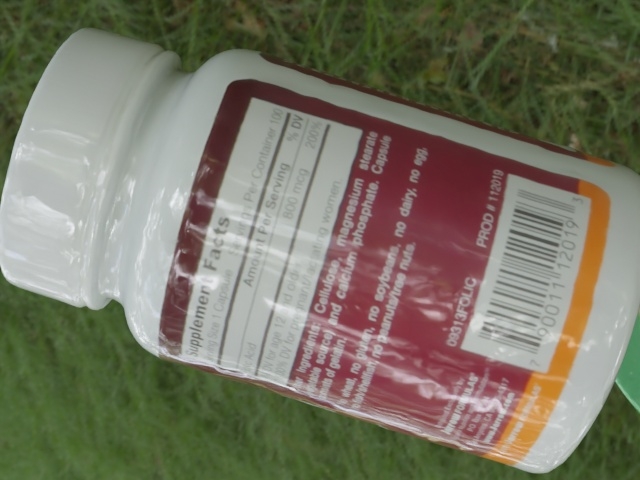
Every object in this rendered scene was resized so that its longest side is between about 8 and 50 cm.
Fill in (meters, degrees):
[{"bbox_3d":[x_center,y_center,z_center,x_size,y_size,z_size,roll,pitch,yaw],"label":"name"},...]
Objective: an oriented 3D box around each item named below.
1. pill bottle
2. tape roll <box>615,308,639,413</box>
[{"bbox_3d":[0.000,0.000,0.737,0.392,0.224,0.224,18,154,1],"label":"pill bottle"},{"bbox_3d":[0.399,0.048,0.907,0.321,0.321,0.077,1,154,34],"label":"tape roll"}]
